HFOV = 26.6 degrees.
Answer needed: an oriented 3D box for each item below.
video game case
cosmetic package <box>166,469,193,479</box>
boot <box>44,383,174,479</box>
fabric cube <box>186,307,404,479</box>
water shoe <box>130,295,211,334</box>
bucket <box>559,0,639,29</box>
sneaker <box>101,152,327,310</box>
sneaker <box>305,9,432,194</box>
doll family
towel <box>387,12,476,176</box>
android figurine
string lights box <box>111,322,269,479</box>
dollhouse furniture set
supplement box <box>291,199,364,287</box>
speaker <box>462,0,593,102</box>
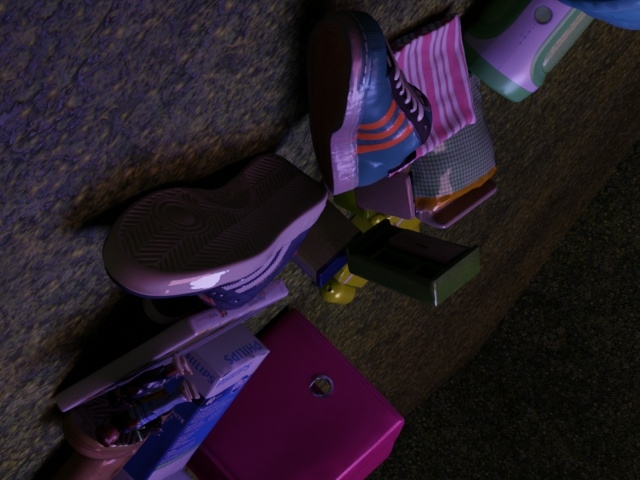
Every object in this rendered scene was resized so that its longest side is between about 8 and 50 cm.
[{"bbox_3d":[-0.173,0.122,1.595,0.227,0.026,0.206,-30,176,30],"label":"video game case"},{"bbox_3d":[-0.270,0.440,2.070,0.184,0.151,0.151,-40,166,-24],"label":"cosmetic package"},{"bbox_3d":[-0.315,0.307,1.717,0.269,0.089,0.236,-49,165,15],"label":"boot"},{"bbox_3d":[-0.057,0.309,2.132,0.258,0.254,0.259,-40,165,-18],"label":"fabric cube"},{"bbox_3d":[-0.139,0.046,1.584,0.203,0.073,0.080,-24,173,-42],"label":"water shoe"},{"bbox_3d":[0.330,-0.362,1.421,0.281,0.281,0.183,-52,161,19],"label":"bucket"},{"bbox_3d":[-0.116,0.022,1.420,0.350,0.131,0.148,-24,149,-57],"label":"sneaker"},{"bbox_3d":[0.057,-0.153,1.411,0.121,0.108,0.302,-18,159,-9],"label":"sneaker"},{"bbox_3d":[-0.197,0.180,1.514,0.111,0.076,0.193,-23,171,-2],"label":"doll family"},{"bbox_3d":[0.123,-0.175,1.606,0.197,0.029,0.144,-33,120,-42],"label":"towel"},{"bbox_3d":[0.088,-0.002,2.108,0.248,0.056,0.273,-47,168,4],"label":"android figurine"},{"bbox_3d":[-0.192,0.237,1.898,0.259,0.077,0.133,-54,165,26],"label":"string lights box"},{"bbox_3d":[0.171,-0.086,1.747,0.301,0.151,0.197,-35,128,-37],"label":"dollhouse furniture set"},{"bbox_3d":[0.000,0.000,1.792,0.083,0.083,0.056,-43,166,-14],"label":"supplement box"},{"bbox_3d":[0.304,-0.322,1.713,0.296,0.131,0.131,-51,165,18],"label":"speaker"}]
